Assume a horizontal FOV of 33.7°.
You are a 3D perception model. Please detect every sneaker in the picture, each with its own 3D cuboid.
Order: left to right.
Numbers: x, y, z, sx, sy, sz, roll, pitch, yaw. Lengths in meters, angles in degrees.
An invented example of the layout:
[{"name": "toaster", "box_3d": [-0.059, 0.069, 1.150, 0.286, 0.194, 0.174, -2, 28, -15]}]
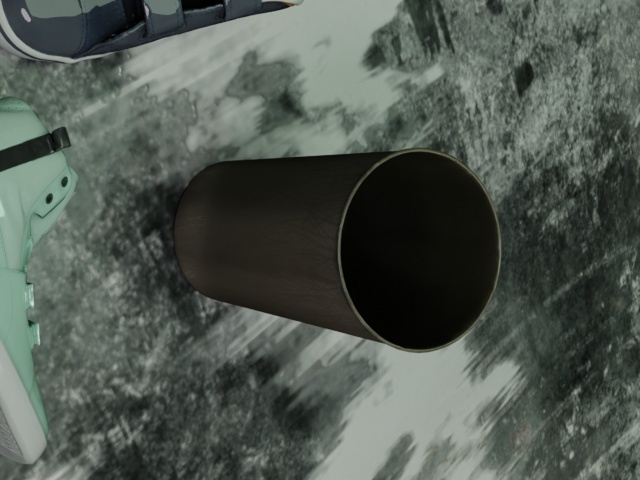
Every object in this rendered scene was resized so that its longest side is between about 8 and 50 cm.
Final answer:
[{"name": "sneaker", "box_3d": [-0.211, 0.025, 0.749, 0.151, 0.094, 0.255, -36, 121, -42]}, {"name": "sneaker", "box_3d": [-0.103, -0.224, 0.817, 0.321, 0.127, 0.126, -32, 118, -39]}]

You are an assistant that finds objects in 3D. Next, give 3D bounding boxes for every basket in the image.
[{"name": "basket", "box_3d": [0.000, 0.000, 0.875, 0.204, 0.227, 0.154, 11, 86, -47]}]
